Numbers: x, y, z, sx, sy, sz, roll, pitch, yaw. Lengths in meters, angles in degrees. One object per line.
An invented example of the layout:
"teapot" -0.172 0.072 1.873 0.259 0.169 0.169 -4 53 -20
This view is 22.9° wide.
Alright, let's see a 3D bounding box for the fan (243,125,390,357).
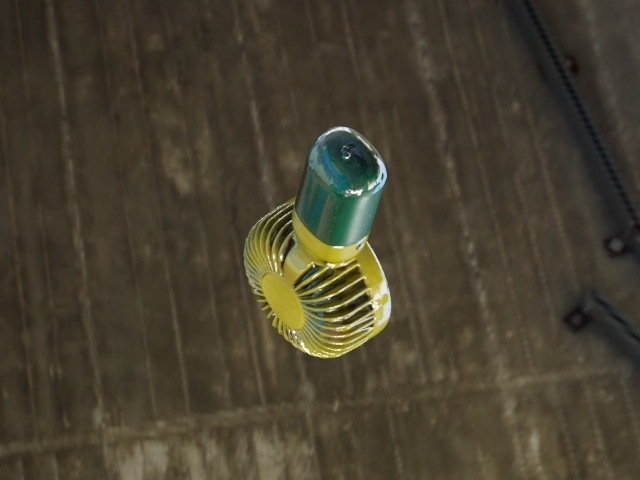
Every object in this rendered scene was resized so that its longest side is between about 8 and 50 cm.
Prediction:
"fan" 0.000 0.000 0.769 0.039 0.155 0.082 -32 -113 -27
